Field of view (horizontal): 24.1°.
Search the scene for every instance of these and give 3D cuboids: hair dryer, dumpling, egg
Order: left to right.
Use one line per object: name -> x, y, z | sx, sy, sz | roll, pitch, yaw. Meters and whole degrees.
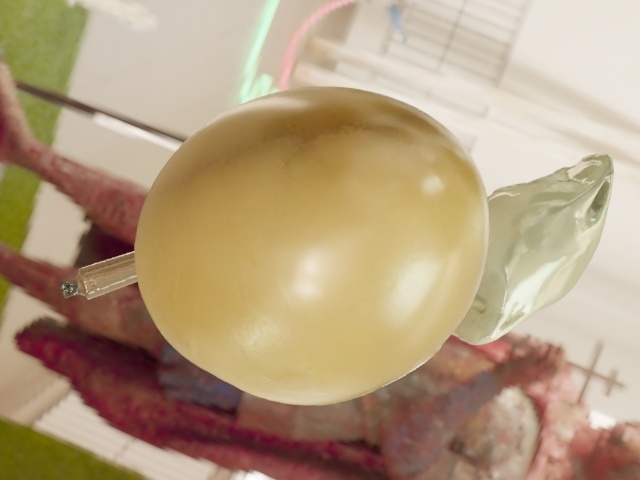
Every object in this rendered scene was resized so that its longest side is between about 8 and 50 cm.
hair dryer -> -0.198, 0.024, 1.636 | 0.117, 0.182, 0.064 | -143, -143, -68
egg -> 0.000, 0.000, 0.937 | 0.244, 0.201, 0.201 | -27, -152, 49
dumpling -> 0.195, 0.000, 1.462 | 0.229, 0.124, 0.151 | -45, -156, -3
